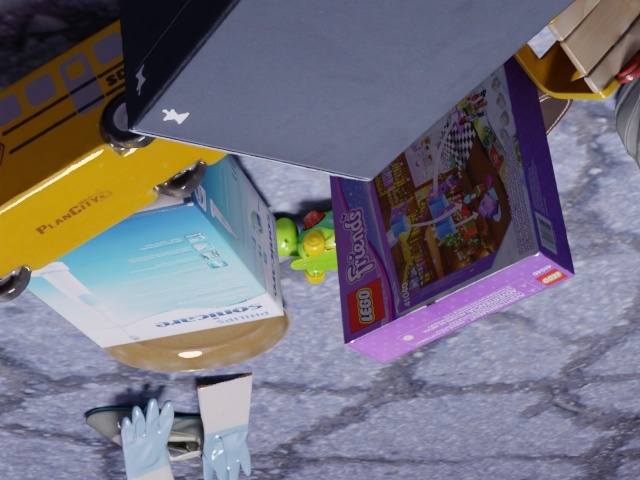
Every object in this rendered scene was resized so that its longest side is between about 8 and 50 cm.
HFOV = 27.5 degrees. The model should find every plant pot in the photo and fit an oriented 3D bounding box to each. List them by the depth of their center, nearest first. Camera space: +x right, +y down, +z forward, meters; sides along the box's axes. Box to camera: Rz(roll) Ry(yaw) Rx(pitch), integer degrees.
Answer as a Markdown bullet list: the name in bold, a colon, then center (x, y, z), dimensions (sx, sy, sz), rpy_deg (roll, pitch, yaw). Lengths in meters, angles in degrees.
- **plant pot**: center (-0.157, 0.104, 1.651), dimensions (0.236, 0.032, 0.236), rpy_deg (-8, 151, -4)

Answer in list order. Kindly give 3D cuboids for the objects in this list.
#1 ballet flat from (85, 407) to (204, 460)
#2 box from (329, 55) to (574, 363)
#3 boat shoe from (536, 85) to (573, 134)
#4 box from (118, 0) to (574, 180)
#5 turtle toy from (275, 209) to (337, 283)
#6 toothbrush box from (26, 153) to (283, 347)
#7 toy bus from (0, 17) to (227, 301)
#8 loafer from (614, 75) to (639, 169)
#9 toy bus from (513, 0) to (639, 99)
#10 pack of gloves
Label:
- **ballet flat**: center (-0.241, 0.289, 1.926), dimensions (0.213, 0.068, 0.072), rpy_deg (10, 146, -31)
- **box**: center (0.100, -0.063, 1.142), dimensions (0.201, 0.293, 0.057), rpy_deg (-28, 141, 32)
- **boat shoe**: center (0.187, -0.095, 1.346), dimensions (0.073, 0.073, 0.207), rpy_deg (11, 145, -31)
- **box**: center (0.028, -0.258, 0.742), dimensions (0.179, 0.312, 0.343), rpy_deg (11, 147, -32)
- **turtle toy**: center (0.000, 0.000, 1.468), dimensions (0.130, 0.066, 0.095), rpy_deg (-7, 152, -3)
- **toothbrush box**: center (-0.181, -0.009, 1.314), dimensions (0.216, 0.126, 0.295), rpy_deg (-11, 153, 12)
- **toy bus**: center (-0.207, -0.077, 1.103), dimensions (0.333, 0.130, 0.108), rpy_deg (-31, 151, 4)
- **loafer**: center (0.367, -0.166, 1.225), dimensions (0.112, 0.111, 0.319), rpy_deg (-4, 152, -9)
- **toy bus**: center (0.243, -0.212, 1.097), dimensions (0.202, 0.190, 0.104), rpy_deg (0, -174, -27)
- **pack of gloves**: center (-0.196, 0.292, 1.899), dimensions (0.195, 0.046, 0.232), rpy_deg (-14, 129, -21)
